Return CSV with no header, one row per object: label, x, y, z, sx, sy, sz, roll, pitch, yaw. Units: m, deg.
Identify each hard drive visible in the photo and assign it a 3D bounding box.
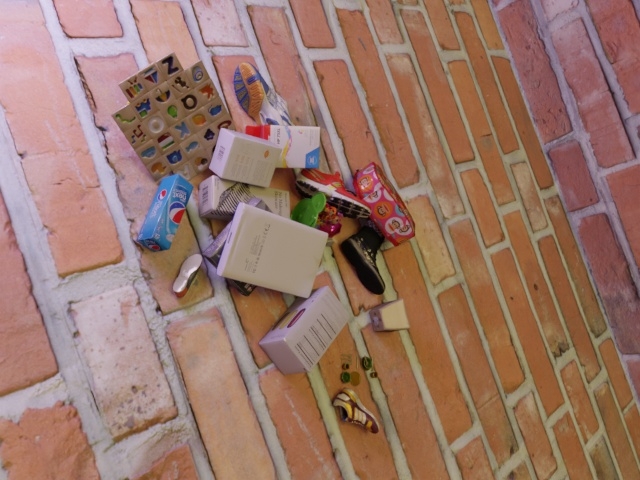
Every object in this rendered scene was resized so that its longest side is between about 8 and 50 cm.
hard drive,-0.133,0.035,1.676,0.318,0.040,0.211,19,88,-39

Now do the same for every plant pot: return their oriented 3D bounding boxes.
plant pot,0.235,0.271,2.009,0.096,0.109,0.109,-9,82,-29

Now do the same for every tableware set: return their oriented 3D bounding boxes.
tableware set,0.131,0.434,1.917,0.154,0.024,0.104,17,66,-36

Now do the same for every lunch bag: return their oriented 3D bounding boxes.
lunch bag,0.235,-0.143,2.088,0.293,0.120,0.258,54,17,-16

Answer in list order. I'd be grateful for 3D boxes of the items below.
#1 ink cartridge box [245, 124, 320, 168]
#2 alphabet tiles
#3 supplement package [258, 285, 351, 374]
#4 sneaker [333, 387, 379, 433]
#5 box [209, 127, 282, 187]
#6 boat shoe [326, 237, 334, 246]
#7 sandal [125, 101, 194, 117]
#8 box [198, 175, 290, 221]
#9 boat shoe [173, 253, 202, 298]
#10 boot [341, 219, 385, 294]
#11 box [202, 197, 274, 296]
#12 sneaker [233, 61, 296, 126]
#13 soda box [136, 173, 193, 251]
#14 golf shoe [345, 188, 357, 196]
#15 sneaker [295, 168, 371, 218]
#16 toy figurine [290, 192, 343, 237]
ink cartridge box,-0.122,-0.299,1.828,0.230,0.078,0.134,-1,101,-13
alphabet tiles,-0.396,-0.329,1.589,0.285,0.011,0.343,-38,132,-15
supplement package,-0.045,0.273,1.746,0.134,0.139,0.244,54,49,-14
sneaker,0.111,0.563,1.836,0.084,0.069,0.186,-43,98,-31
box,-0.222,-0.243,1.700,0.170,0.091,0.130,9,108,-40
boat shoe,0.000,0.000,1.949,0.100,0.035,0.035,-6,52,-37
sandal,-0.393,-0.341,1.661,0.317,0.138,0.126,17,59,-37
box,-0.229,-0.112,1.750,0.275,0.094,0.113,7,73,-38
boat shoe,-0.368,0.099,1.601,0.043,0.049,0.137,81,25,-51
boot,0.191,0.057,2.051,0.237,0.085,0.178,56,47,-10
box,-0.205,0.018,1.680,0.231,0.056,0.183,-50,125,-19
sneaker,-0.181,-0.456,1.910,0.131,0.111,0.297,-44,114,-48
soda box,-0.426,-0.076,1.581,0.067,0.071,0.210,41,52,-41
golf shoe,0.055,-0.175,2.020,0.198,0.077,0.094,-12,83,-43
sneaker,0.056,-0.171,1.917,0.278,0.107,0.118,28,62,-6
toy figurine,0.013,-0.072,1.900,0.159,0.173,0.130,16,38,-42
